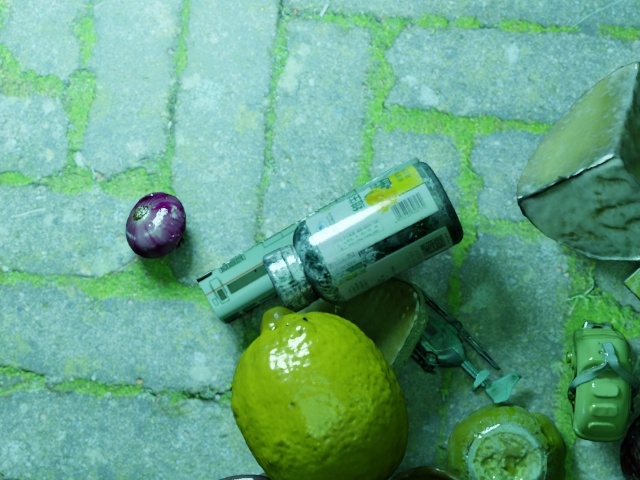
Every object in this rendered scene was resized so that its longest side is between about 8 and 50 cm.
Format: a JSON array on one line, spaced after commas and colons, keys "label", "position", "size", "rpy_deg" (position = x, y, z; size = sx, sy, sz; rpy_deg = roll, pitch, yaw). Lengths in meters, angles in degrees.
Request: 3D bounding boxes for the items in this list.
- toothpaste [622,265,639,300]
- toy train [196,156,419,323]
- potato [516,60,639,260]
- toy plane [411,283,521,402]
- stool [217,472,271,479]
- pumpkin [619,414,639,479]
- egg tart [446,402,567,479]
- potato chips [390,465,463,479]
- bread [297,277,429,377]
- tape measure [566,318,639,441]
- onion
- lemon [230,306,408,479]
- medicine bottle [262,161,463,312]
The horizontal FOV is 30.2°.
[{"label": "toothpaste", "position": [0.609, 0.151, 1.838], "size": [0.089, 0.071, 0.313], "rpy_deg": [-44, 81, 3]}, {"label": "toy train", "position": [0.000, 0.000, 1.914], "size": [0.407, 0.086, 0.088], "rpy_deg": [-30, 79, 2]}, {"label": "potato", "position": [0.458, -0.113, 1.879], "size": [0.211, 0.189, 0.264], "rpy_deg": [42, 48, -24]}, {"label": "toy plane", "position": [0.206, 0.176, 1.887], "size": [0.096, 0.060, 0.235], "rpy_deg": [-43, 76, -14]}, {"label": "stool", "position": [-0.101, 0.491, 1.814], "size": [0.272, 0.178, 0.272], "rpy_deg": [-1, 83, 6]}, {"label": "pumpkin", "position": [0.550, 0.301, 1.742], "size": [0.163, 0.233, 0.233], "rpy_deg": [40, 88, 26]}, {"label": "egg tart", "position": [0.287, 0.347, 1.842], "size": [0.197, 0.078, 0.197], "rpy_deg": [-1, 83, 10]}, {"label": "potato chips", "position": [0.192, 0.441, 1.840], "size": [0.208, 0.062, 0.195], "rpy_deg": [23, 108, 14]}, {"label": "bread", "position": [0.043, 0.165, 1.881], "size": [0.207, 0.056, 0.287], "rpy_deg": [36, 99, 28]}, {"label": "tape measure", "position": [0.427, 0.215, 1.790], "size": [0.106, 0.200, 0.175], "rpy_deg": [2, 91, 6]}, {"label": "onion", "position": [-0.266, -0.023, 1.948], "size": [0.104, 0.115, 0.115], "rpy_deg": [35, 87, -35]}, {"label": "lemon", "position": [-0.003, 0.238, 1.725], "size": [0.245, 0.245, 0.320], "rpy_deg": [-29, 78, 2]}, {"label": "medicine bottle", "position": [0.061, 0.004, 1.804], "size": [0.293, 0.141, 0.141], "rpy_deg": [-28, 80, 1]}]
